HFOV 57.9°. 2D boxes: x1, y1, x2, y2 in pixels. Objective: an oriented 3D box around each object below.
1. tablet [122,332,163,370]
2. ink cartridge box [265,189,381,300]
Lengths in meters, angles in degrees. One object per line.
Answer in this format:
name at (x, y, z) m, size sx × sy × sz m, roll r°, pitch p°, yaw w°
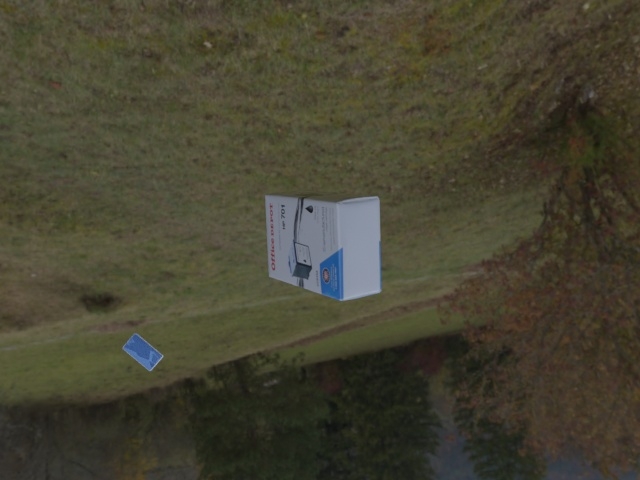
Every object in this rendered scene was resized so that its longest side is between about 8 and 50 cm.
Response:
tablet at (-0.399, 0.250, 1.302) m, size 0.054 × 0.083 × 0.006 m, roll -48°, pitch -176°, yaw 16°
ink cartridge box at (0.000, 0.000, 0.864) m, size 0.082 × 0.139 × 0.191 m, roll -10°, pitch -168°, yaw -36°
